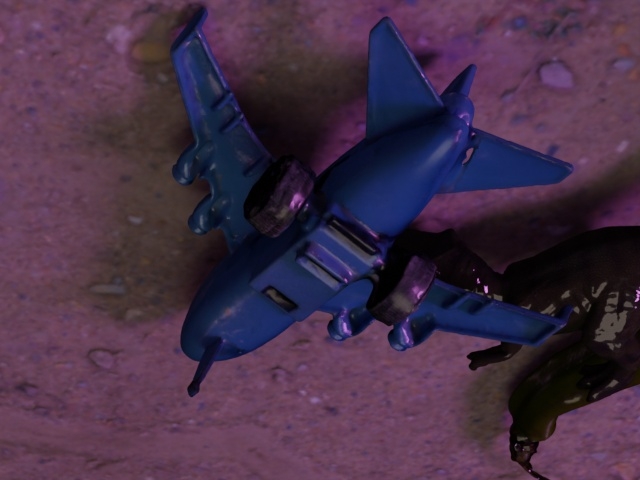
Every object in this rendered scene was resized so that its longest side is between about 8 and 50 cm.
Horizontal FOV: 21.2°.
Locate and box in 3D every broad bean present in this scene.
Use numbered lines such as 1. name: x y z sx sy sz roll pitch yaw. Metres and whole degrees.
1. broad bean: 0.225 0.061 1.021 0.098 0.056 0.318 23 137 -33

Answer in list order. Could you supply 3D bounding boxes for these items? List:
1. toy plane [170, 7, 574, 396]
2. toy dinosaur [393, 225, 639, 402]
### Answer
1. toy plane: 0.000 0.000 0.907 0.254 0.105 0.271 37 126 -12
2. toy dinosaur: 0.130 0.003 0.929 0.187 0.087 0.179 -5 138 0
